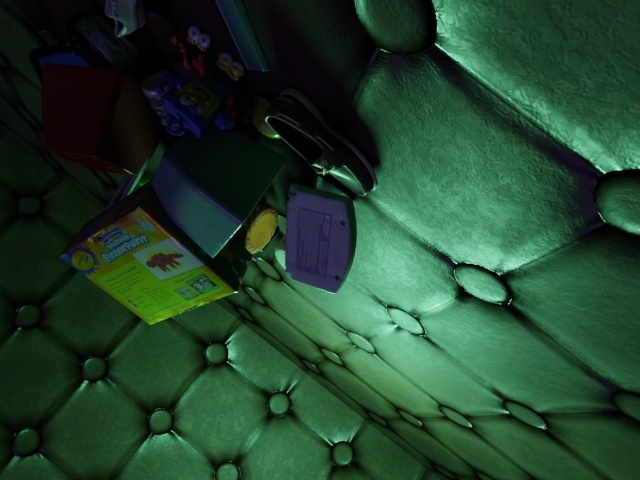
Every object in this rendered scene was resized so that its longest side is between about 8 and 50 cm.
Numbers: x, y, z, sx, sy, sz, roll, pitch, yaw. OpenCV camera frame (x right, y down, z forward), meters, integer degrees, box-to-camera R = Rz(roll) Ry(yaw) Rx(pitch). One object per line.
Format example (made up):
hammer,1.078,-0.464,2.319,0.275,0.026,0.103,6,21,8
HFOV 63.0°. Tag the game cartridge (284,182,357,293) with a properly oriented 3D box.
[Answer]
game cartridge,0.000,0.000,1.431,0.196,0.060,0.294,19,123,22

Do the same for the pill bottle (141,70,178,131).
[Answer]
pill bottle,-0.425,-0.382,1.476,0.094,0.094,0.169,25,153,29

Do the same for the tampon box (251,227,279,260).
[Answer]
tampon box,-0.233,-0.015,1.852,0.120,0.101,0.161,40,157,-2

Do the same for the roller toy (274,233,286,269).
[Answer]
roller toy,-0.041,0.044,1.624,0.209,0.146,0.191,33,156,14

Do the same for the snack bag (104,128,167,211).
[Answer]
snack bag,-0.619,-0.235,1.742,0.037,0.322,0.343,31,161,-23

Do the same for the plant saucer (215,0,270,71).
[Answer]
plant saucer,-0.167,-0.438,1.097,0.067,0.018,0.192,21,152,35

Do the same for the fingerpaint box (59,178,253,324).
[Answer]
fingerpaint box,-0.497,0.044,1.587,0.445,0.163,0.371,-23,123,36

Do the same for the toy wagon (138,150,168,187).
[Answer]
toy wagon,-0.533,-0.139,1.756,0.068,0.344,0.267,33,156,13

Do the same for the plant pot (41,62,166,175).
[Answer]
plant pot,-0.626,-0.329,1.496,0.268,0.235,0.267,11,173,16

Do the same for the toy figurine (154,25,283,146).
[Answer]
toy figurine,-0.263,-0.298,1.240,0.363,0.217,0.191,41,157,-4

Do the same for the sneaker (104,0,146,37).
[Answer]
sneaker,-0.468,-0.563,1.211,0.080,0.094,0.212,35,156,13

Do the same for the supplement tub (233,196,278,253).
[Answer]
supplement tub,-0.316,-0.104,1.680,0.338,0.207,0.207,29,155,22

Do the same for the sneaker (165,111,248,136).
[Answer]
sneaker,-0.304,-0.319,1.406,0.232,0.081,0.090,20,143,-3

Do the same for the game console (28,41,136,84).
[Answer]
game console,-0.716,-0.472,1.638,0.250,0.173,0.293,37,157,5

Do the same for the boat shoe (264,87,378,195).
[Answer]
boat shoe,0.003,-0.203,1.181,0.305,0.091,0.109,44,156,-12

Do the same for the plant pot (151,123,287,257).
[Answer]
plant pot,-0.285,-0.154,1.363,0.252,0.247,0.247,37,145,-11

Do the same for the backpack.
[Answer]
backpack,-0.594,-0.528,1.432,0.182,0.115,0.152,40,169,-7
